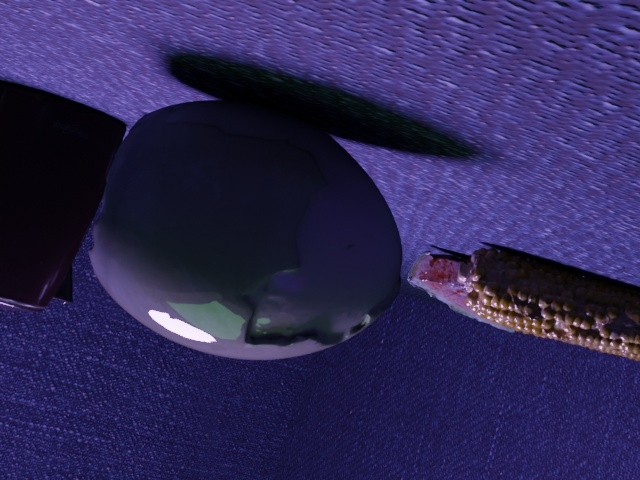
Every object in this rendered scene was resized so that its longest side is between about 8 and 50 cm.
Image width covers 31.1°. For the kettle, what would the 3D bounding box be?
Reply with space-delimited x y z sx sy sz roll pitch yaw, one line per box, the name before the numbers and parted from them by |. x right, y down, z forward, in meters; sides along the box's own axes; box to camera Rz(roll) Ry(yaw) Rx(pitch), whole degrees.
kettle | -0.332 -0.044 1.235 0.202 0.232 0.144 20 175 -30

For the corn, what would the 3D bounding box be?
corn | 0.290 0.078 1.283 0.288 0.086 0.086 15 176 10

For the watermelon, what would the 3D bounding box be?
watermelon | 0.221 0.061 1.567 0.187 0.071 0.139 27 167 -19

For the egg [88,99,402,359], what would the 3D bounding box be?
egg | -0.046 -0.004 0.819 0.217 0.183 0.183 17 177 1
